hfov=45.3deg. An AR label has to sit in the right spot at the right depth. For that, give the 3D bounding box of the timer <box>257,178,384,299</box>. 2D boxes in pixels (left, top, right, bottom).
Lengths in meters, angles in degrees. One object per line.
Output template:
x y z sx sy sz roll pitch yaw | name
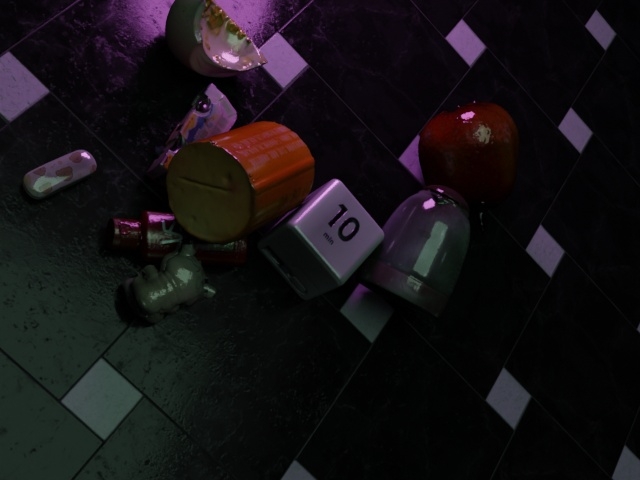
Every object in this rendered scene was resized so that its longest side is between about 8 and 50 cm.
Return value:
0.000 0.000 1.844 0.192 0.194 0.195 49 58 -8 | timer

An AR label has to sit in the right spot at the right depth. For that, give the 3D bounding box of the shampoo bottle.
-0.318 -0.005 1.728 0.314 0.076 0.118 5 74 -29 | shampoo bottle

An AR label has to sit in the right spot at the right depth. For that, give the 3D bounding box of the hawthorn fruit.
0.415 -0.197 2.113 0.285 0.285 0.368 -8 92 -32 | hawthorn fruit

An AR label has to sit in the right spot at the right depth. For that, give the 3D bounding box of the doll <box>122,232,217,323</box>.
-0.325 0.093 1.654 0.192 0.095 0.149 -33 101 -16 | doll

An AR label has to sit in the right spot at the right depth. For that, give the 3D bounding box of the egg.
-0.281 -0.489 1.865 0.271 0.162 0.206 36 17 -53 | egg

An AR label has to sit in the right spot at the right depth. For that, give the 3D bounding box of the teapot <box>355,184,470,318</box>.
0.267 0.021 1.951 0.233 0.315 0.312 27 84 17 | teapot

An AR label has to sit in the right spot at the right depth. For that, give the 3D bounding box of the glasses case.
-0.560 -0.143 1.651 0.164 0.041 0.063 -33 92 -34 | glasses case

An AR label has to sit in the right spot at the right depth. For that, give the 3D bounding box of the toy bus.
-0.300 -0.239 1.810 0.112 0.090 0.274 39 58 -21 | toy bus

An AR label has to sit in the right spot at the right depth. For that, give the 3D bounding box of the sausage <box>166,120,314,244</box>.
-0.174 -0.135 1.714 0.233 0.233 0.287 59 32 -1 | sausage
